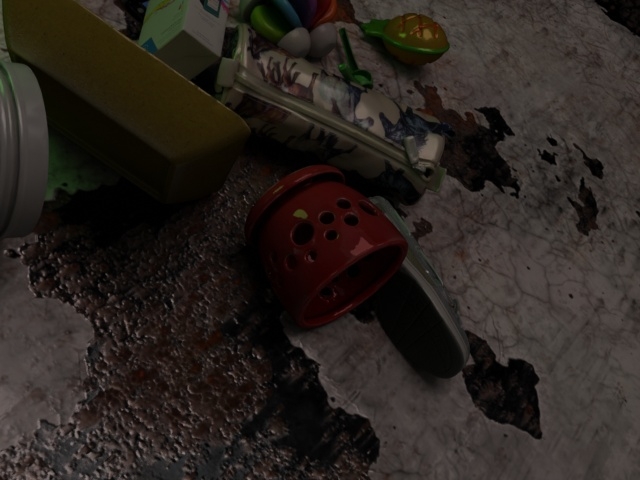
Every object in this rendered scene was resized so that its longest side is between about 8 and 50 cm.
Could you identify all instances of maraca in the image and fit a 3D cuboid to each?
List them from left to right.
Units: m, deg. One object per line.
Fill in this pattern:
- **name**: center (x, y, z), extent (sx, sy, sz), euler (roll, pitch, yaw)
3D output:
- **maraca**: center (0.173, -0.414, 1.718), extent (0.185, 0.099, 0.127), euler (24, 33, 21)

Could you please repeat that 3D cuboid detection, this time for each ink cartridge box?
- **ink cartridge box**: center (-0.214, -0.360, 1.344), extent (0.078, 0.134, 0.231), euler (32, 46, -35)

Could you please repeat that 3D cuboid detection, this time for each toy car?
- **toy car**: center (-0.043, -0.419, 1.536), extent (0.182, 0.136, 0.159), euler (-25, 72, -44)

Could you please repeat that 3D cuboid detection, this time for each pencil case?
- **pencil case**: center (0.011, -0.196, 1.361), extent (0.410, 0.183, 0.160), euler (22, 90, -20)

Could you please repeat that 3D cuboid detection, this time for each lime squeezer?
- **lime squeezer**: center (0.064, -0.303, 1.526), extent (0.059, 0.110, 0.310), euler (-5, 24, 5)

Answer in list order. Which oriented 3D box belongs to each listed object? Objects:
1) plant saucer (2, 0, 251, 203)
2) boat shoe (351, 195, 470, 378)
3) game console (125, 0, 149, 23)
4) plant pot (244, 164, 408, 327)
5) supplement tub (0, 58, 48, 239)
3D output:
- **plant saucer**: center (-0.267, -0.165, 1.086), extent (0.332, 0.333, 0.081), euler (34, 74, -6)
- **boat shoe**: center (0.134, 0.060, 1.287), extent (0.103, 0.118, 0.320), euler (-15, 58, -37)
- **game console**: center (-0.267, -0.422, 1.430), extent (0.107, 0.071, 0.122), euler (44, 43, 4)
- **plant pot**: center (0.000, 0.000, 1.186), extent (0.191, 0.191, 0.174), euler (-18, 64, -43)
- **supplement tub**: center (-0.483, -0.099, 0.890), extent (0.331, 0.241, 0.241), euler (-3, 58, -36)
